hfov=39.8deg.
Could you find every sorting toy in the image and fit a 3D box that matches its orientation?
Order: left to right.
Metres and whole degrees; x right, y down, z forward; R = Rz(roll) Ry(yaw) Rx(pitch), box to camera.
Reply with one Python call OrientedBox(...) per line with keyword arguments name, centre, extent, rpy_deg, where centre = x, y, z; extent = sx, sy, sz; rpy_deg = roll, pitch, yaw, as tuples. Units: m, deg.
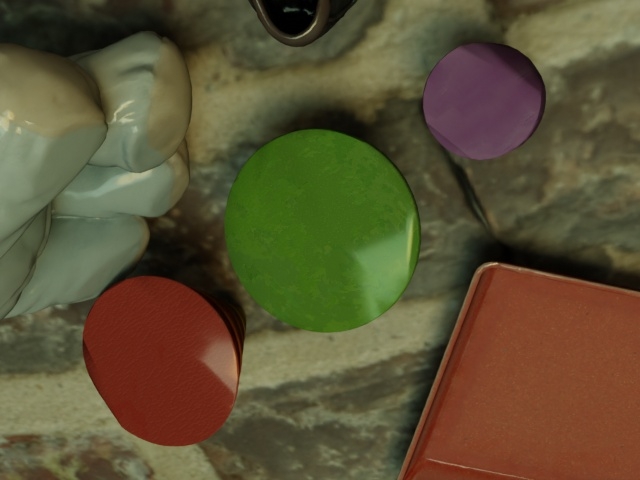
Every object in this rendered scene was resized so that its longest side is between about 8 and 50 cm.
OrientedBox(name="sorting toy", centre=(0.000, 0.000, 0.602), extent=(0.365, 0.126, 0.127), rpy_deg=(-39, 85, 22))

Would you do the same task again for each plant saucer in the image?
OrientedBox(name="plant saucer", centre=(0.211, 0.131, 0.704), extent=(0.258, 0.047, 0.259), rpy_deg=(12, 125, -3))

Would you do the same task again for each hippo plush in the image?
OrientedBox(name="hippo plush", centre=(-0.240, -0.061, 0.552), extent=(0.236, 0.234, 0.294), rpy_deg=(43, 103, 12))

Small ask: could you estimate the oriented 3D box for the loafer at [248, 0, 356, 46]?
OrientedBox(name="loafer", centre=(-0.031, -0.245, 0.443), extent=(0.109, 0.095, 0.302), rpy_deg=(-8, 123, 12))
